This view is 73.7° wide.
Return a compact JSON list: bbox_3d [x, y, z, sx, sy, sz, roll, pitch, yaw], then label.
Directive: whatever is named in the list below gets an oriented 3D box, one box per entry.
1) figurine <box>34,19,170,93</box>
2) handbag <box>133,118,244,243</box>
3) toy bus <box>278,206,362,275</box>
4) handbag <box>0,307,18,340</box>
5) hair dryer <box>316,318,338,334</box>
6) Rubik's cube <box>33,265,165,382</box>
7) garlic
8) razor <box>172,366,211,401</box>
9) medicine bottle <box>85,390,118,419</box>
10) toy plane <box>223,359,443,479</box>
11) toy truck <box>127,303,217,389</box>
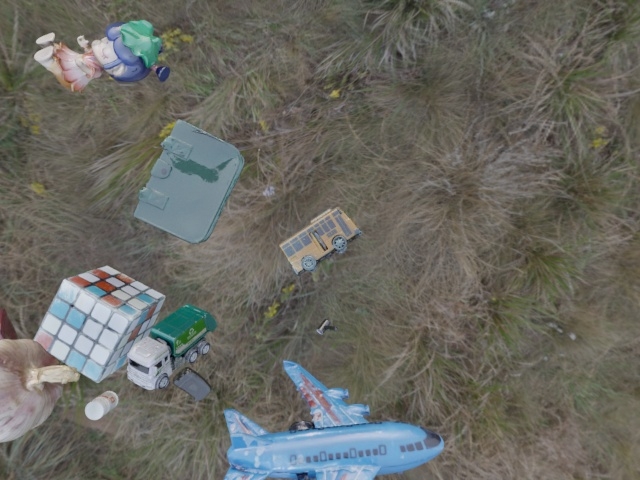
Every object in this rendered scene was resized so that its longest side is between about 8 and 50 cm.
[{"bbox_3d":[-0.370,-0.322,0.743,0.195,0.102,0.111,-14,64,0],"label":"figurine"},{"bbox_3d":[-0.394,-0.169,1.289,0.239,0.089,0.326,25,93,-7],"label":"handbag"},{"bbox_3d":[0.000,0.000,1.016,0.182,0.091,0.103,-33,82,-2],"label":"toy bus"},{"bbox_3d":[-1.191,0.361,1.545,0.136,0.146,0.224,-13,138,-27],"label":"handbag"},{"bbox_3d":[0.027,0.268,1.325,0.026,0.083,0.047,51,59,-18],"label":"hair dryer"},{"bbox_3d":[-0.724,0.265,1.428,0.256,0.253,0.258,29,100,1],"label":"Rubik's cube"},{"bbox_3d":[-0.716,0.354,1.049,0.254,0.245,0.244,-14,104,10],"label":"garlic"},{"bbox_3d":[-0.507,0.572,1.699,0.090,0.054,0.148,-39,114,5],"label":"razor"},{"bbox_3d":[-0.646,0.487,1.264,0.057,0.089,0.057,0,90,1],"label":"medicine bottle"},{"bbox_3d":[0.012,0.259,0.519,0.272,0.254,0.105,4,126,-6],"label":"toy plane"},{"bbox_3d":[-0.384,0.270,1.125,0.114,0.253,0.123,17,118,21],"label":"toy truck"}]
